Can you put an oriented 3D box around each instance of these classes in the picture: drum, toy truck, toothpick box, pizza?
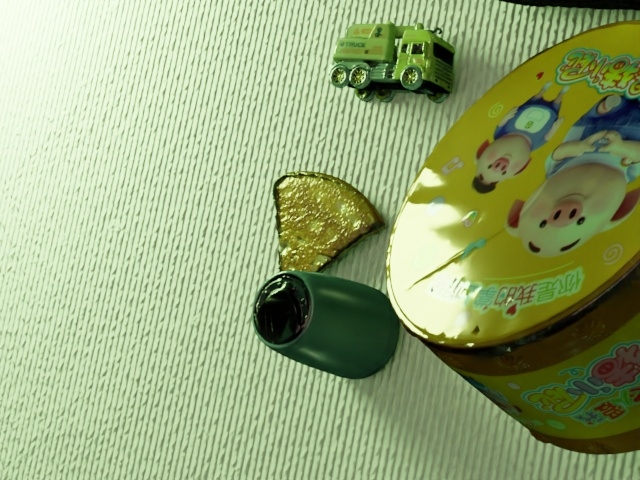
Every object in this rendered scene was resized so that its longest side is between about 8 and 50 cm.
[{"bbox_3d":[0.287,-0.007,1.565,0.431,0.214,0.431,-34,33,26],"label":"drum"},{"bbox_3d":[0.092,-0.235,1.948,0.169,0.077,0.100,5,82,38],"label":"toy truck"},{"bbox_3d":[0.003,0.100,1.851,0.120,0.184,0.120,-10,73,34],"label":"toothpick box"},{"bbox_3d":[0.000,0.000,1.976,0.184,0.036,0.176,11,86,36],"label":"pizza"}]

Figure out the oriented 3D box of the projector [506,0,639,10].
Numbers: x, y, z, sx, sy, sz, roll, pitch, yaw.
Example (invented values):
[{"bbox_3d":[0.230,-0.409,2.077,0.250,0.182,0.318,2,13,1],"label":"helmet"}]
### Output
[{"bbox_3d":[0.337,-0.467,1.703,0.395,0.242,0.405,10,93,35],"label":"projector"}]
